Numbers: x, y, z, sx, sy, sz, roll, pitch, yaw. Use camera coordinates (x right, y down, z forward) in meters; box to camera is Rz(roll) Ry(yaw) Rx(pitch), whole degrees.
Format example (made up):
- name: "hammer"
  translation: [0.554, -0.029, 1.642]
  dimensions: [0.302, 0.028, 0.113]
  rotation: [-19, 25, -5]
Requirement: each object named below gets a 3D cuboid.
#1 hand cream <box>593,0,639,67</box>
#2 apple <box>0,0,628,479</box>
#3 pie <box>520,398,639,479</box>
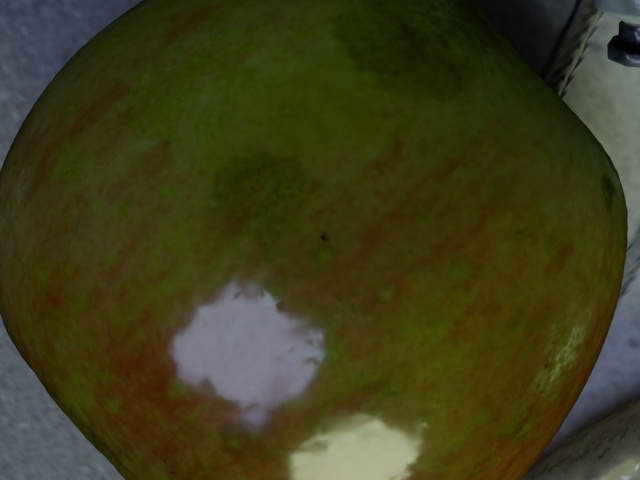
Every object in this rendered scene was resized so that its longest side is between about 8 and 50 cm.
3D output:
- name: "hand cream"
  translation: [0.123, -0.159, 0.650]
  dimensions: [0.067, 0.042, 0.194]
  rotation: [7, 116, 20]
- name: "apple"
  translation: [0.000, 0.000, 0.706]
  dimensions: [0.246, 0.246, 0.226]
  rotation: [40, 95, -3]
- name: "pie"
  translation: [0.215, 0.192, 0.797]
  dimensions: [0.337, 0.075, 0.338]
  rotation: [12, 121, 22]
